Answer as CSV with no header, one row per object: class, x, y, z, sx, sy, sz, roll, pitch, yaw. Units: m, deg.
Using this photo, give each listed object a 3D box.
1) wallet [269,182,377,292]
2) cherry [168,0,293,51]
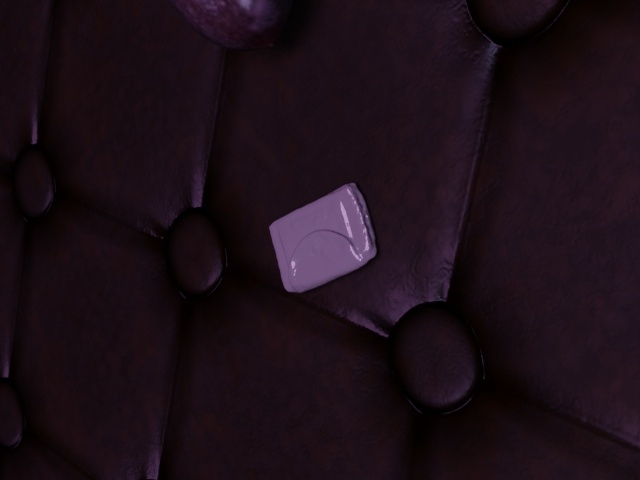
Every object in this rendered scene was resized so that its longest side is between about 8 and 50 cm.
wallet,0.000,0.000,1.412,0.183,0.032,0.124,-25,74,41
cherry,-0.136,-0.399,1.413,0.266,0.183,0.213,56,135,5
